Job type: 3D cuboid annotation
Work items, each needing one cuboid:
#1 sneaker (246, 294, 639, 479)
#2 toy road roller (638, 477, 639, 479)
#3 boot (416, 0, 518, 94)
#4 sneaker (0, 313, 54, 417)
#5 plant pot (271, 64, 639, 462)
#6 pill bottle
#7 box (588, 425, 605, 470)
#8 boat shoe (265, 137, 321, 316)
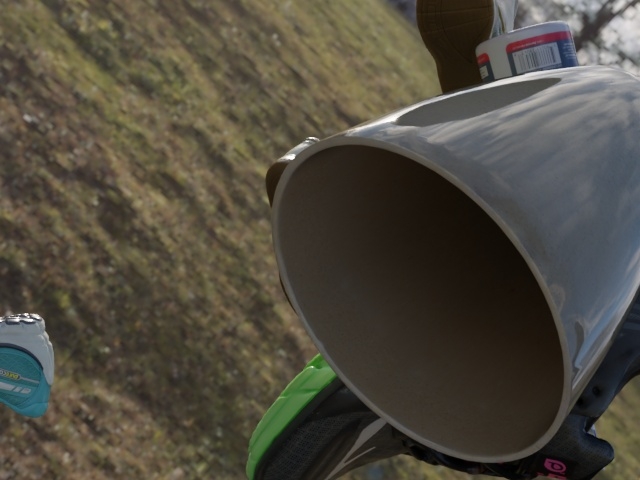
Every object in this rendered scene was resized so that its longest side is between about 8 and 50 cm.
[{"bbox_3d":[0.157,0.138,1.015,0.185,0.483,0.202,51,17,-74],"label":"sneaker"},{"bbox_3d":[0.242,0.319,0.999,0.202,0.241,0.329,60,15,12],"label":"toy road roller"},{"bbox_3d":[0.192,-0.307,1.412,0.262,0.095,0.203,67,31,-45],"label":"boot"},{"bbox_3d":[-0.390,0.142,1.085,0.107,0.275,0.110,4,77,-80],"label":"sneaker"},{"bbox_3d":[0.148,-0.018,0.844,0.256,0.256,0.274,45,53,13],"label":"plant pot"},{"bbox_3d":[0.245,-0.143,1.257,0.108,0.108,0.180,-18,94,-76],"label":"pill bottle"},{"bbox_3d":[0.333,0.276,1.655,0.178,0.042,0.109,26,39,-27],"label":"box"},{"bbox_3d":[0.000,0.000,1.540,0.105,0.285,0.089,11,38,26],"label":"boat shoe"}]
